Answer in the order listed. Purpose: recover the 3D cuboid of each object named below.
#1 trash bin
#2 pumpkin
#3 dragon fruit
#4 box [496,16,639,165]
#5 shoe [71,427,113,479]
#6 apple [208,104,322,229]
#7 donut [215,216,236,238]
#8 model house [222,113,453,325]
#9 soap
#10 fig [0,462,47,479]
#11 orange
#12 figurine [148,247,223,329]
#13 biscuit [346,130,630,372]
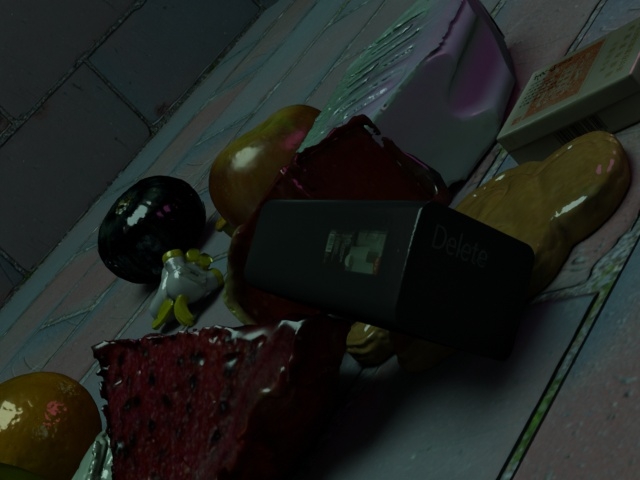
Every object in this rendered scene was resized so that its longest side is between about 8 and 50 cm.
[{"bbox_3d":[0.059,0.027,1.144,0.226,0.165,0.115,9,82,49],"label":"trash bin"},{"bbox_3d":[-0.330,-0.024,2.347,0.233,0.163,0.233,-41,18,17],"label":"pumpkin"},{"bbox_3d":[-0.103,0.156,1.230,0.330,0.240,0.302,-37,32,48],"label":"dragon fruit"},{"bbox_3d":[0.309,-0.170,1.365,0.201,0.058,0.141,-25,25,50],"label":"box"},{"bbox_3d":[-0.225,0.281,1.338,0.159,0.124,0.316,-63,3,26],"label":"shoe"},{"bbox_3d":[-0.060,-0.103,1.894,0.235,0.173,0.210,-38,11,-9],"label":"apple"},{"bbox_3d":[-0.100,-0.065,2.077,0.178,0.065,0.162,-43,11,6],"label":"donut"},{"bbox_3d":[0.000,0.000,1.434,0.254,0.160,0.196,-47,-6,38],"label":"model house"},{"bbox_3d":[0.128,-0.189,1.675,0.261,0.156,0.446,-31,20,38],"label":"soap"},{"bbox_3d":[-0.409,0.357,1.404,0.239,0.271,0.239,-25,32,17],"label":"fig"},{"bbox_3d":[-0.421,0.294,1.751,0.219,0.193,0.219,-35,36,31],"label":"orange"},{"bbox_3d":[-0.241,0.085,2.010,0.178,0.109,0.129,-21,50,60],"label":"figurine"},{"bbox_3d":[0.165,0.011,1.284,0.376,0.051,0.269,-39,16,19],"label":"biscuit"}]
